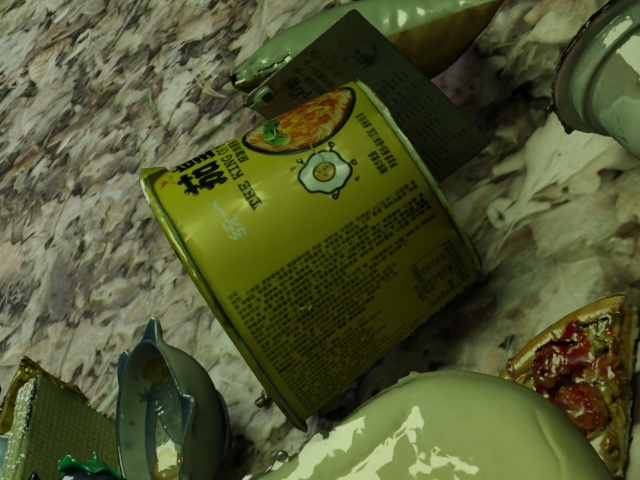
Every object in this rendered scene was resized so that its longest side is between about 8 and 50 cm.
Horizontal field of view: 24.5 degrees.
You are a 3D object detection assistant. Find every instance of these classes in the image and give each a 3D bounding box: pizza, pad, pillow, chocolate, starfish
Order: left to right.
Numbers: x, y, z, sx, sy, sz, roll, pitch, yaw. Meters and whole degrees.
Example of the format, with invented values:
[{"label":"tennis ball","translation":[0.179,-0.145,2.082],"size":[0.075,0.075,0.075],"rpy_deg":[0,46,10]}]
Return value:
[{"label":"starfish","translation":[-0.050,0.154,1.692],"size":[0.078,0.028,0.091],"rpy_deg":[3,56,43]},{"label":"pillow","translation":[0.048,-0.219,1.730],"size":[0.312,0.119,0.310],"rpy_deg":[-19,-1,-1]},{"label":"pad","translation":[0.058,-0.131,1.643],"size":[0.159,0.265,0.009],"rpy_deg":[-39,39,16]},{"label":"pizza","translation":[0.230,0.138,1.345],"size":[0.201,0.053,0.193],"rpy_deg":[-45,32,4]},{"label":"chocolate","translation":[0.347,-0.145,1.431],"size":[0.221,0.221,0.147],"rpy_deg":[-43,60,9]}]

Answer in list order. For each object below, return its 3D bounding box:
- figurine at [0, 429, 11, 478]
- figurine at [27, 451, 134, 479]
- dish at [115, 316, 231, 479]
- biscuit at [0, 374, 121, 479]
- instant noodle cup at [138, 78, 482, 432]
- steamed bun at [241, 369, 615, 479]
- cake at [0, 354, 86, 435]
[{"label":"figurine","translation":[-0.419,0.349,1.803],"size":[0.162,0.143,0.263],"rpy_deg":[25,68,36]},{"label":"figurine","translation":[-0.254,0.327,1.638],"size":[0.102,0.111,0.195],"rpy_deg":[-30,58,25]},{"label":"dish","translation":[-0.152,0.207,1.663],"size":[0.228,0.086,0.236],"rpy_deg":[-51,47,49]},{"label":"biscuit","translation":[-0.308,0.293,1.741],"size":[0.052,0.150,0.252],"rpy_deg":[-37,34,30]},{"label":"instant noodle cup","translation":[0.000,0.000,1.543],"size":[0.254,0.325,0.325],"rpy_deg":[-33,33,0]},{"label":"steamed bun","translation":[0.095,0.289,1.163],"size":[0.334,0.233,0.312],"rpy_deg":[-26,63,2]},{"label":"cake","translation":[-0.412,0.218,1.989],"size":[0.185,0.116,0.079],"rpy_deg":[-7,52,41]}]
